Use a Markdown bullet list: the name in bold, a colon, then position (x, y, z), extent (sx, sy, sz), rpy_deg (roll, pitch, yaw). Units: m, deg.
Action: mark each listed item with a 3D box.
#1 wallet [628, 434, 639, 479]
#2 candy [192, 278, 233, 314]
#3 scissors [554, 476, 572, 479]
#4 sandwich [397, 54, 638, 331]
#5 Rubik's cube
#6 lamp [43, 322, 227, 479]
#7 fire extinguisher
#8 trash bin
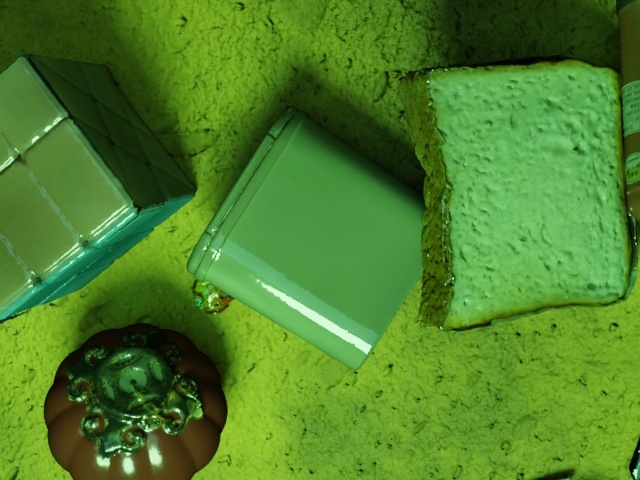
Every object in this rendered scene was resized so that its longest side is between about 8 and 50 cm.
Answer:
- **wallet**: position (0.511, 0.138, 1.135), extent (0.190, 0.046, 0.379), rpy_deg (13, 98, 5)
- **candy**: position (-0.075, 0.034, 1.212), extent (0.201, 0.060, 0.060), rpy_deg (-25, 93, 3)
- **scissors**: position (0.242, 0.339, 1.211), extent (0.176, 0.022, 0.085), rpy_deg (-25, 92, 13)
- **sandwich**: position (0.233, -0.060, 1.081), extent (0.271, 0.099, 0.301), rpy_deg (-6, 91, -21)
- **Rubik's cube**: position (-0.326, -0.068, 1.139), extent (0.224, 0.231, 0.221), rpy_deg (-37, 90, 13)
- **lamp**: position (-0.231, 0.216, 1.178), extent (0.227, 0.227, 0.227), rpy_deg (1, 97, 8)
- **fire extinguisher**: position (0.410, -0.125, 1.048), extent (0.113, 0.200, 0.376), rpy_deg (-8, 78, 42)
- **trash bin**: position (0.000, 0.000, 1.139), extent (0.247, 0.121, 0.243), rpy_deg (33, 84, 1)
